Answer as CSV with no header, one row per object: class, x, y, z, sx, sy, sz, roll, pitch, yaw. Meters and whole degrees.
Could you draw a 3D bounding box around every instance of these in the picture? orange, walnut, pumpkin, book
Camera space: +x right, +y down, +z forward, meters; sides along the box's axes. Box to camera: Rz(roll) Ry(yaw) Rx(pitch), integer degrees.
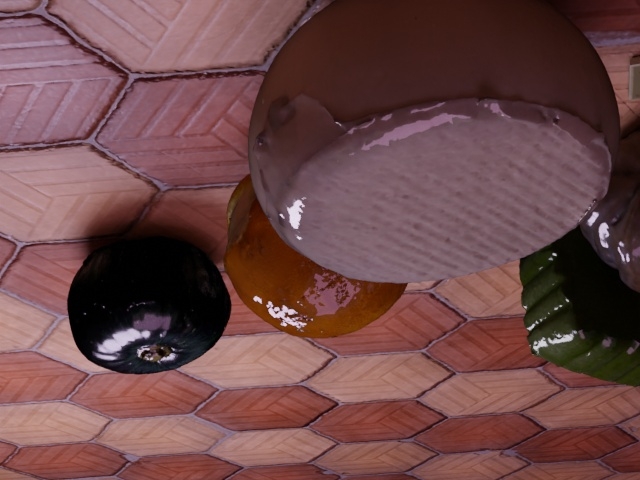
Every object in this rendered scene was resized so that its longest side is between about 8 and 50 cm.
orange,0.000,0.000,1.491,0.240,0.240,0.240,-3,153,-1
walnut,0.424,-0.033,1.525,0.224,0.224,0.224,-3,153,-1
pumpkin,-0.241,0.092,1.725,0.233,0.163,0.233,-5,154,-2
book,0.406,-0.189,1.402,0.111,0.014,0.077,-8,153,9

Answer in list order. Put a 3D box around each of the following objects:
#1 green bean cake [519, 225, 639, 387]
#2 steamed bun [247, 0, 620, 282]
green bean cake,0.386,0.075,1.662,0.248,0.222,0.125,14,146,-23
steamed bun,0.107,-0.124,1.244,0.375,0.241,0.374,-5,150,-3
